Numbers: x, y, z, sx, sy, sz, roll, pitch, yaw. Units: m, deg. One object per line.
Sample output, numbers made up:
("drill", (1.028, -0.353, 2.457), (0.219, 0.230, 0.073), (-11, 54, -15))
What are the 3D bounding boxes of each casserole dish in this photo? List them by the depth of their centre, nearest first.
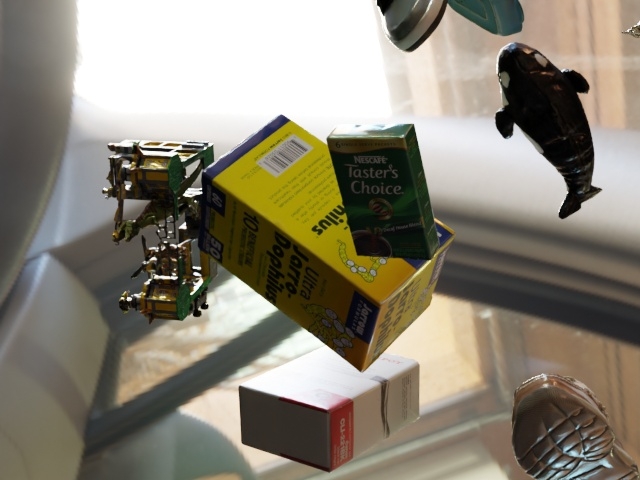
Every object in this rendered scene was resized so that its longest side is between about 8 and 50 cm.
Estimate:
("casserole dish", (0.236, -0.371, 1.594), (0.188, 0.037, 0.114), (47, -12, 45))

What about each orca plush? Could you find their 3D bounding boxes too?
("orca plush", (0.348, -0.161, 1.606), (0.102, 0.151, 0.287), (-76, 152, -66))

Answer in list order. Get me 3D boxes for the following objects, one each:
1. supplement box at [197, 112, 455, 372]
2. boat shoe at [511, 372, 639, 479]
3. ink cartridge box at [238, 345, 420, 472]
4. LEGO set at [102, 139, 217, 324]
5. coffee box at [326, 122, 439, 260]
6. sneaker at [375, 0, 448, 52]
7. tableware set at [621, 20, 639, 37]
("supplement box", (0.000, 0.000, 1.658), (0.356, 0.195, 0.194), (36, -35, 19))
("boat shoe", (0.303, 0.233, 1.317), (0.324, 0.123, 0.116), (50, 19, -51))
("ink cartridge box", (0.021, 0.279, 1.817), (0.197, 0.273, 0.114), (9, -72, 37))
("LEGO set", (-0.296, -0.030, 1.757), (0.255, 0.192, 0.331), (-61, 151, -60))
("coffee box", (0.081, -0.061, 1.344), (0.040, 0.113, 0.184), (-53, 138, -46))
("sneaker", (0.070, -0.383, 1.418), (0.178, 0.124, 0.295), (30, 31, -26))
("tableware set", (0.521, -0.307, 1.521), (0.141, 0.169, 0.020), (-3, 94, -70))
